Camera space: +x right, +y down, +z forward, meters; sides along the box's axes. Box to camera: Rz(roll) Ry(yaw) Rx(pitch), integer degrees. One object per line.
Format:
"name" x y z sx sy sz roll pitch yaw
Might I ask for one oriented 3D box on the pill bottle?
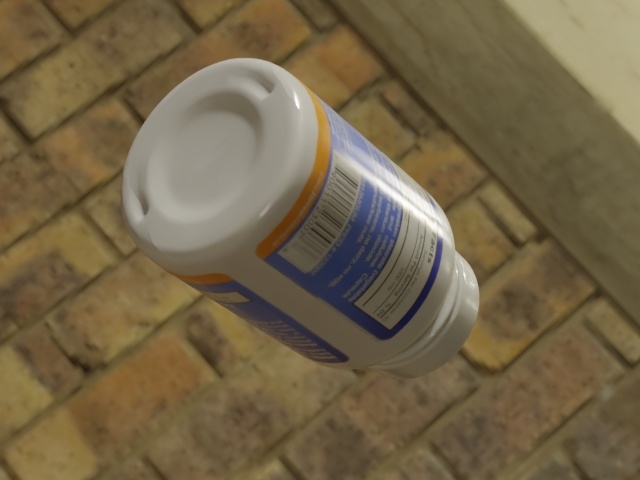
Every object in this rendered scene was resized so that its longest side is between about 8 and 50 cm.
"pill bottle" 0.000 0.000 1.040 0.152 0.152 0.272 -44 -41 8
